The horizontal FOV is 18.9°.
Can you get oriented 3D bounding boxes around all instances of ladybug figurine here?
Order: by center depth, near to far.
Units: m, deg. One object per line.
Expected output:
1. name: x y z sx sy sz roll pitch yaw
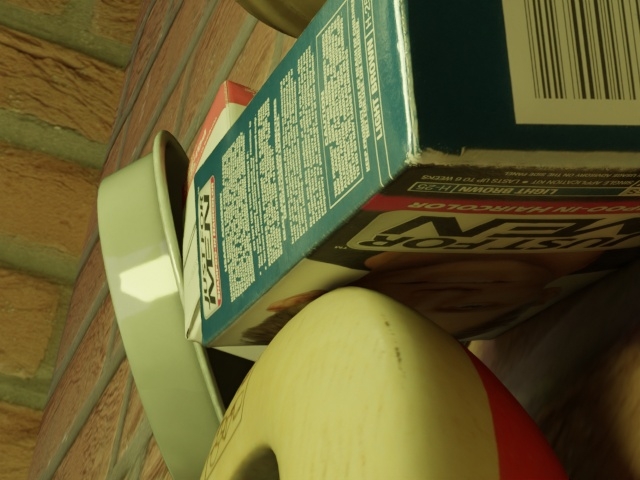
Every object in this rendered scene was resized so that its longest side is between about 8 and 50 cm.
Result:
1. ladybug figurine: 0.023 0.212 0.801 0.305 0.162 0.449 119 163 -44

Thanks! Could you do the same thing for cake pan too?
1. cake pan: -0.087 0.070 1.328 0.293 0.054 0.293 -17 -90 -86

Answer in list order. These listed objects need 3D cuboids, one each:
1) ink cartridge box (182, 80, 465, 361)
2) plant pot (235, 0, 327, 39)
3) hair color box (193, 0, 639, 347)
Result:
1. ink cartridge box: 0.000 0.000 1.192 0.218 0.158 0.092 -102 33 -66
2. plant pot: 0.076 -0.215 1.059 0.229 0.263 0.263 33 106 58
3. hair color box: 0.062 -0.033 0.900 0.347 0.173 0.105 138 129 -68
